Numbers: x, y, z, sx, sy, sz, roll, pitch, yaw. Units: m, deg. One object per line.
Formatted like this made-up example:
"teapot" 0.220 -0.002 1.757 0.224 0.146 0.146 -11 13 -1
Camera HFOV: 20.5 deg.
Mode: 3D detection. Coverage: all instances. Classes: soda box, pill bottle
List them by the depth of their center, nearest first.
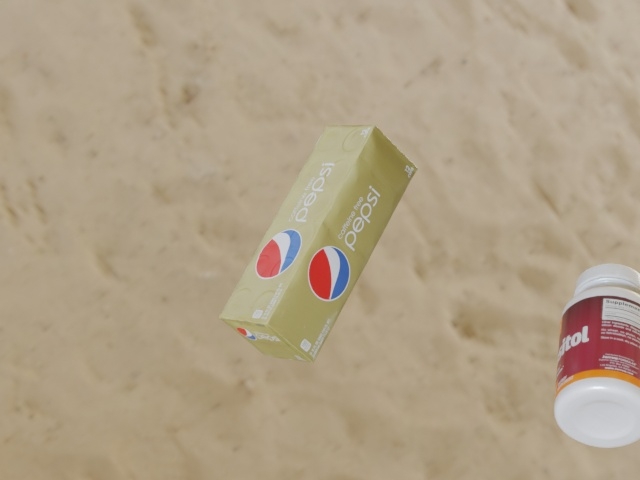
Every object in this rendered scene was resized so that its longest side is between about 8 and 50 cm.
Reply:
"soda box" 0.000 0.000 1.341 0.058 0.061 0.181 41 67 -33
"pill bottle" 0.248 0.096 1.530 0.086 0.086 0.152 34 42 -21
